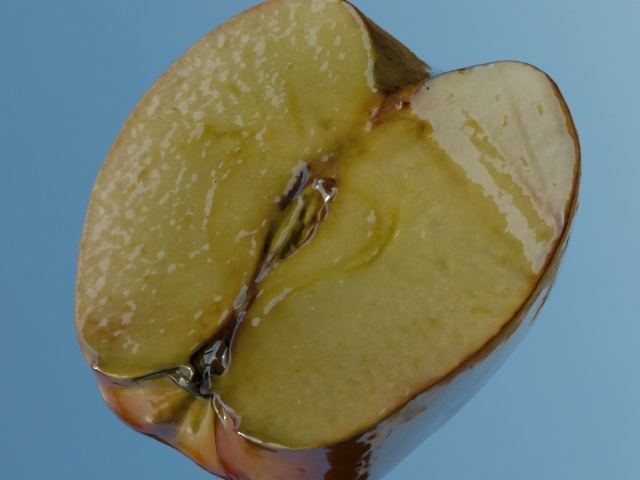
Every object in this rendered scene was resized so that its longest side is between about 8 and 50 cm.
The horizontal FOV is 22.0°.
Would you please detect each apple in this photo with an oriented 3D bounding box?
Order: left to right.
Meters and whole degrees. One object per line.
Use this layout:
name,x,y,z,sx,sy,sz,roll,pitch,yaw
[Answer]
apple,0.000,0.000,1.169,0.295,0.329,0.365,38,-112,-16
